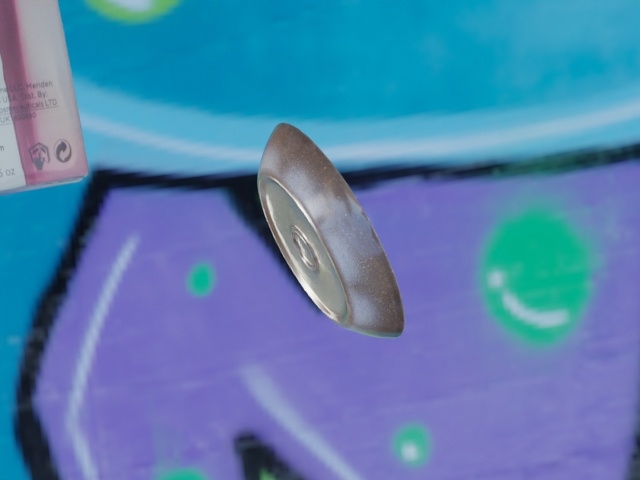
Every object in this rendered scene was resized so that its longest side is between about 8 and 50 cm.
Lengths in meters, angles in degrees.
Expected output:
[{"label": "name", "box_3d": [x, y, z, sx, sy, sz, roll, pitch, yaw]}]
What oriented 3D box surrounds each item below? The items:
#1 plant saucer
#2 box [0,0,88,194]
[{"label": "plant saucer", "box_3d": [0.000, 0.000, 1.584, 0.036, 0.198, 0.198, -29, 170, -14]}, {"label": "box", "box_3d": [-0.251, -0.135, 1.200, 0.149, 0.232, 0.127, -5, -174, 43]}]
